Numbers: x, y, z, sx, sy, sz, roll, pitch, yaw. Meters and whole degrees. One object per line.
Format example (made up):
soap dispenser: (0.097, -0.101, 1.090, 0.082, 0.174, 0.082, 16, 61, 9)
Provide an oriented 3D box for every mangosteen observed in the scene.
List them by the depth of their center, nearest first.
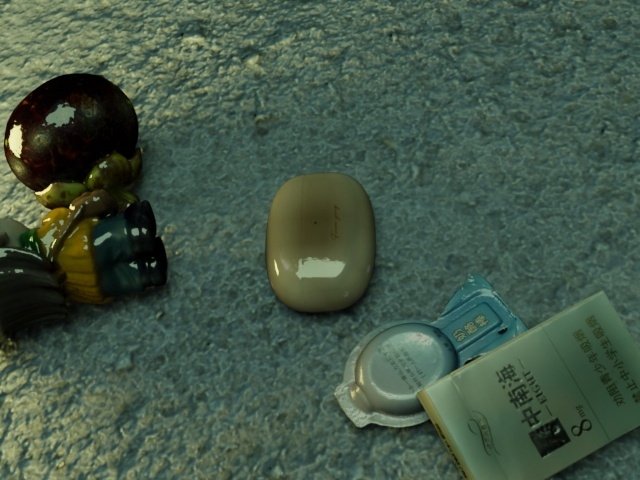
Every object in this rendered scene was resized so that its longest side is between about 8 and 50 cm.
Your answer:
mangosteen: (-0.333, -0.124, 1.312, 0.192, 0.192, 0.217, -37, 84, -13)

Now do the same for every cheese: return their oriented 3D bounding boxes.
cheese: (0.131, 0.142, 1.135, 0.245, 0.052, 0.135, -31, 62, -11)

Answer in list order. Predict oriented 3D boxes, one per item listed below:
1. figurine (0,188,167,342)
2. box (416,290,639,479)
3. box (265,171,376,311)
figurine: (-0.376, 0.042, 1.210, 0.332, 0.185, 0.204, -2, 35, 9)
box: (0.251, 0.181, 1.055, 0.243, 0.067, 0.155, -26, 77, -7)
box: (0.000, 0.000, 1.222, 0.146, 0.088, 0.200, -2, 58, 7)
